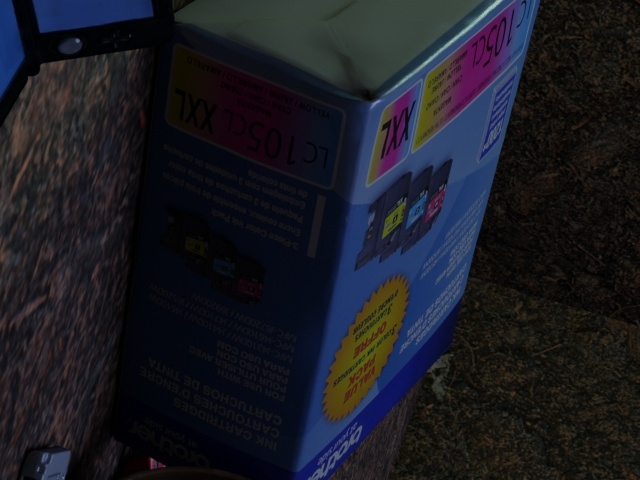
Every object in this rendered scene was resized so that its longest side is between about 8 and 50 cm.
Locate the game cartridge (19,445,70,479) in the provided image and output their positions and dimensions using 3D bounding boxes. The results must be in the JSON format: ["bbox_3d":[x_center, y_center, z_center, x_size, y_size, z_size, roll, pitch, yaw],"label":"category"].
[{"bbox_3d":[-0.168,0.161,1.097,0.056,0.017,0.083,22,85,-78],"label":"game cartridge"}]

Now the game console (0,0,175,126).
[{"bbox_3d":[-0.114,-0.089,0.799,0.122,0.107,0.071,91,-11,-63],"label":"game console"}]

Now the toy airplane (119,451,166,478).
[{"bbox_3d":[-0.133,0.195,1.341,0.151,0.028,0.151,17,90,-80],"label":"toy airplane"}]

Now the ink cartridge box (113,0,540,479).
[{"bbox_3d":[0.000,0.000,1.275,0.270,0.151,0.395,-42,151,-49],"label":"ink cartridge box"}]

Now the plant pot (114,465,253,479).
[{"bbox_3d":[-0.106,0.295,1.224,0.230,0.215,0.215,119,-5,-51],"label":"plant pot"}]
